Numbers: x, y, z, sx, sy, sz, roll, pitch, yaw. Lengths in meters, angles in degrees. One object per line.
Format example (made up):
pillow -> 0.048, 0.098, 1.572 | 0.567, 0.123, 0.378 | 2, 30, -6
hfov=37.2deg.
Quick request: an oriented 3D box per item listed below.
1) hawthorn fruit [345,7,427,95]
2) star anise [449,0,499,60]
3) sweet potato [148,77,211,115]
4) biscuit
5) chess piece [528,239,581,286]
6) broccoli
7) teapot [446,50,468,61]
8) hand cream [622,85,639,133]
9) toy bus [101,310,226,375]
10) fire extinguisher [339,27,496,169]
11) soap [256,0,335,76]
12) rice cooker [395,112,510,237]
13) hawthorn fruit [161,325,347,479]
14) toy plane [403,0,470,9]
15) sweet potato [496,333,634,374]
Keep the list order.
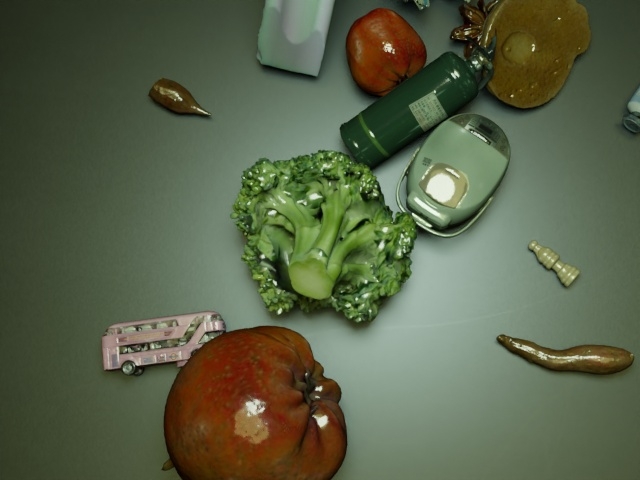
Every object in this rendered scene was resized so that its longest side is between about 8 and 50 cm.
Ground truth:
hawthorn fruit -> 0.101, -0.313, 1.562 | 0.133, 0.133, 0.138 | -28, 79, -2
star anise -> 0.301, -0.380, 1.600 | 0.190, 0.070, 0.097 | -27, 108, -3
sweet potato -> -0.236, -0.238, 1.609 | 0.117, 0.049, 0.049 | 27, 83, 3
biscuit -> 0.343, -0.322, 1.567 | 0.181, 0.049, 0.208 | 28, 93, -21
chess piece -> 0.376, 0.033, 1.543 | 0.092, 0.035, 0.035 | 41, 85, 12
broccoli -> 0.002, 0.003, 1.476 | 0.288, 0.235, 0.260 | 9, 57, 8
teapot -> 0.207, -0.260, 1.595 | 0.043, 0.043, 0.111 | 27, 85, 7
hand cream -> 0.592, -0.284, 1.575 | 0.088, 0.055, 0.256 | 36, 82, 15
toy bus -> -0.251, 0.167, 1.535 | 0.203, 0.063, 0.090 | -7, 80, 2
fire extinguisher -> 0.173, -0.230, 1.523 | 0.294, 0.118, 0.093 | -34, 48, 16
soap -> -0.023, -0.445, 1.515 | 0.115, 0.347, 0.208 | 11, 43, -4
rice cooker -> 0.216, -0.105, 1.527 | 0.145, 0.127, 0.206 | 35, 87, 8
hawthorn fruit -> -0.120, 0.276, 1.425 | 0.298, 0.277, 0.277 | -32, 80, 17
toy plane -> 0.225, -0.479, 1.606 | 0.262, 0.088, 0.192 | -37, 58, -23
sweet potato -> 0.386, 0.183, 1.512 | 0.214, 0.050, 0.050 | 5, 81, 10
